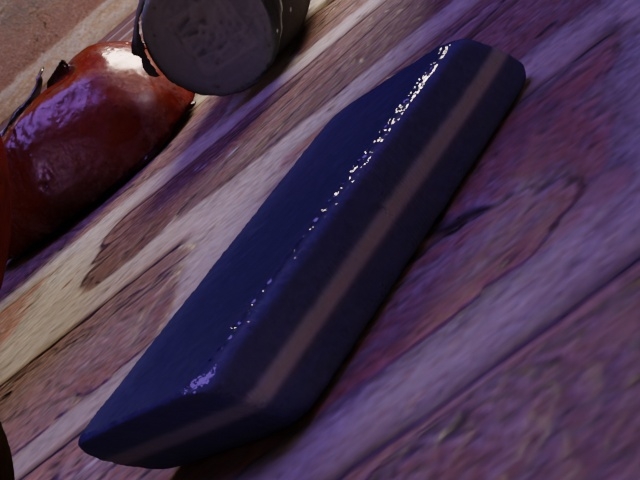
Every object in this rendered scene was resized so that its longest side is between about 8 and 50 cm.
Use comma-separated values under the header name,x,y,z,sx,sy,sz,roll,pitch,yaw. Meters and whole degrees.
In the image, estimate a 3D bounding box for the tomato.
name,x,y,z,sx,sy,sz,roll,pitch,yaw
tomato,-0.204,-0.085,1.256,0.228,0.101,0.228,-42,13,12

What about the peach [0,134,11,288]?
name,x,y,z,sx,sy,sz,roll,pitch,yaw
peach,-0.358,-0.011,0.923,0.388,0.388,0.388,-39,14,11

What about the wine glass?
name,x,y,z,sx,sy,sz,roll,pitch,yaw
wine glass,-0.062,-0.182,1.133,0.111,0.111,0.204,-36,15,22

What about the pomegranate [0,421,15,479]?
name,x,y,z,sx,sy,sz,roll,pitch,yaw
pomegranate,-0.205,0.087,0.496,0.180,0.209,0.180,-55,9,13

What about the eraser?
name,x,y,z,sx,sy,sz,roll,pitch,yaw
eraser,0.000,0.000,0.562,0.082,0.036,0.225,-27,20,44
